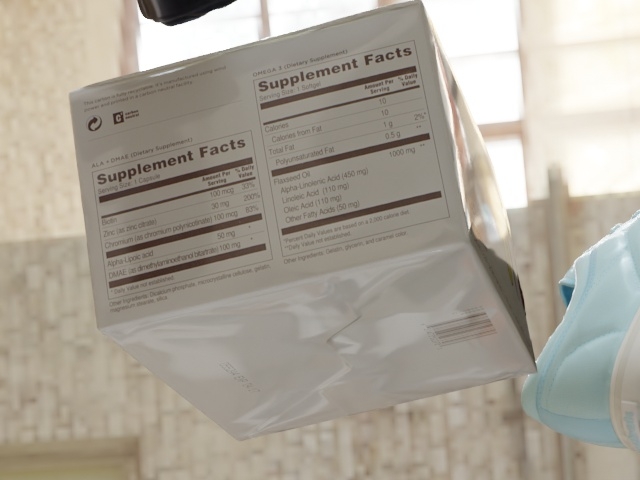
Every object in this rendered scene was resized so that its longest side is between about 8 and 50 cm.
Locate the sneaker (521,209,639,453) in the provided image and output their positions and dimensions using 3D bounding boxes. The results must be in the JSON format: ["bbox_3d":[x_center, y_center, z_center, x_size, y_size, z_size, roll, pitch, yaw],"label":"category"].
[{"bbox_3d":[0.266,0.012,1.488,0.366,0.150,0.135,-51,-48,-38],"label":"sneaker"}]

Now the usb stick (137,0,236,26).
[{"bbox_3d":[-0.106,-0.249,1.043,0.045,0.077,0.278,45,157,59],"label":"usb stick"}]

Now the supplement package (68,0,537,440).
[{"bbox_3d":[0.000,0.000,1.100,0.262,0.204,0.145,53,-155,-67],"label":"supplement package"}]
